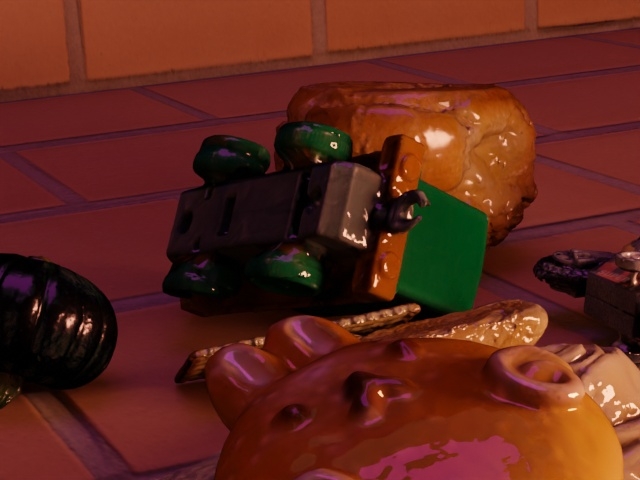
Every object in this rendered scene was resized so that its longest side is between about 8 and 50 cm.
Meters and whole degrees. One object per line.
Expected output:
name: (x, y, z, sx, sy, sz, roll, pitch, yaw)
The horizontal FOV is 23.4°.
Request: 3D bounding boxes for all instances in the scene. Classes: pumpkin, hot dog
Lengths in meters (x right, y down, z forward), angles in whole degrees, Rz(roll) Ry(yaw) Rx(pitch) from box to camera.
pumpkin: (-0.291, 0.080, 1.522, 0.194, 0.150, 0.194, 8, 18, -3)
hot dog: (0.105, 0.113, 1.479, 0.242, 0.073, 0.084, -11, 13, -20)

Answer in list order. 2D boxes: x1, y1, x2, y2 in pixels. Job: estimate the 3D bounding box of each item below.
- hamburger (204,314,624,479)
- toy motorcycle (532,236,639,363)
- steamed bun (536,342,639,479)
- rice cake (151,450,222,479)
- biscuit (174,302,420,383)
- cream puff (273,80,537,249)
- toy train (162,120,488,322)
hamburger: (0.052, 0.161, 0.988, 0.261, 0.186, 0.303, -22, 28, -16)
toy motorcycle: (0.358, 0.056, 1.590, 0.173, 0.108, 0.307, -4, 17, -27)
steamed bun: (0.198, 0.151, 1.187, 0.211, 0.144, 0.218, -3, 16, -4)
rice cake: (0.009, 0.174, 1.281, 0.064, 0.070, 0.399, 10, 20, 42)
biscuit: (-0.026, 0.102, 1.515, 0.231, 0.016, 0.139, -12, -12, -15)
cream puff: (0.105, -0.078, 1.883, 0.327, 0.231, 0.343, 3, 9, 1)
toy train: (0.000, 0.000, 1.650, 0.249, 0.178, 0.429, 22, -18, -34)
